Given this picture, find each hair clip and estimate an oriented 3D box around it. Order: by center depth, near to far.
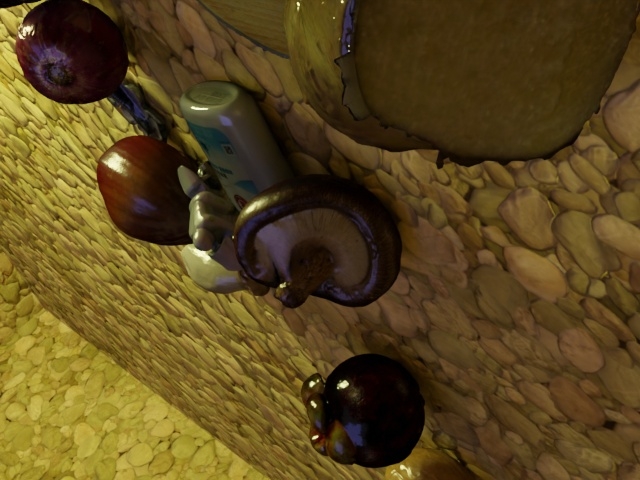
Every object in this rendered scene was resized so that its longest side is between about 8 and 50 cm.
[{"bbox_3d":[-0.339,-0.234,1.642,0.195,0.052,0.124,44,163,-7],"label":"hair clip"}]

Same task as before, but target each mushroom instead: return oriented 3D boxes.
[{"bbox_3d":[0.001,-0.005,1.308,0.231,0.194,0.138,21,-161,-3],"label":"mushroom"},{"bbox_3d":[-0.183,0.053,1.799,0.212,0.088,0.097,11,107,45],"label":"mushroom"}]

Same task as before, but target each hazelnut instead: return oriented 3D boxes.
[{"bbox_3d":[-0.273,-0.080,1.633,0.181,0.181,0.212,-11,154,26],"label":"hazelnut"}]

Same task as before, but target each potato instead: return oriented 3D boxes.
[{"bbox_3d":[0.075,-0.215,0.752,0.301,0.288,0.237,19,-161,-42],"label":"potato"}]

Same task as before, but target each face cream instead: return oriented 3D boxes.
[{"bbox_3d":[-0.090,-0.082,1.424,0.163,0.080,0.336,23,148,49],"label":"face cream"}]

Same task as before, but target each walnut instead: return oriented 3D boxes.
[{"bbox_3d":[0.205,0.463,1.729,0.207,0.159,0.159,20,146,48],"label":"walnut"}]

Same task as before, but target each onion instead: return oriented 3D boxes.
[{"bbox_3d":[-0.389,-0.298,1.502,0.177,0.153,0.177,23,134,26],"label":"onion"}]

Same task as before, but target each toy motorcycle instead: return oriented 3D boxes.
[{"bbox_3d":[-0.156,-0.029,1.507,0.073,0.152,0.225,-41,75,36],"label":"toy motorcycle"}]

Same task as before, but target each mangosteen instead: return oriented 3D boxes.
[{"bbox_3d":[0.076,0.289,1.600,0.210,0.210,0.210,37,155,20],"label":"mangosteen"}]

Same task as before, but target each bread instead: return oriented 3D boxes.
[{"bbox_3d":[-0.053,-0.267,1.020,0.267,0.040,0.267,28,170,5],"label":"bread"}]

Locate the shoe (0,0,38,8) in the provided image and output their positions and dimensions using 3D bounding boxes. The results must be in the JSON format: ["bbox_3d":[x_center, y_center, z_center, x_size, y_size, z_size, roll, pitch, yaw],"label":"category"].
[{"bbox_3d":[-0.536,-0.506,1.373,0.237,0.171,0.384,6,143,50],"label":"shoe"}]
